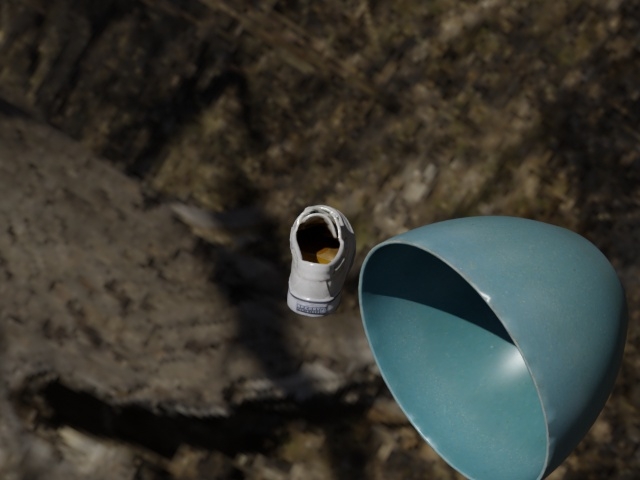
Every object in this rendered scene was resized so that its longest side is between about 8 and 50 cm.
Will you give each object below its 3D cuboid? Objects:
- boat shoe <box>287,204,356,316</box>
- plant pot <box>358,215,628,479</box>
[{"bbox_3d":[0.000,0.000,0.745,0.100,0.035,0.035,-75,-8,-62],"label":"boat shoe"},{"bbox_3d":[0.205,0.089,1.528,0.195,0.290,0.290,-28,4,-25],"label":"plant pot"}]
